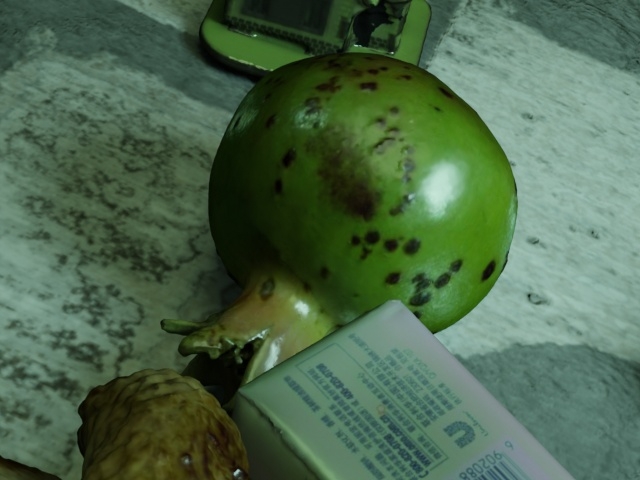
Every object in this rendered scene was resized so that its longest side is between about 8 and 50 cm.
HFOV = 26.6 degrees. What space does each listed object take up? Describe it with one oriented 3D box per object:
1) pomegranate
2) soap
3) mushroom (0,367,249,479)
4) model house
[{"bbox_3d":[-0.005,-0.009,0.964,0.286,0.231,0.231,-36,62,-10],"label":"pomegranate"},{"bbox_3d":[0.039,0.175,0.791,0.138,0.182,0.199,-26,60,-35],"label":"soap"},{"bbox_3d":[-0.113,0.222,0.621,0.345,0.239,0.345,19,22,-8],"label":"mushroom"},{"bbox_3d":[0.026,-0.291,1.188,0.204,0.279,0.218,16,42,-1],"label":"model house"}]
